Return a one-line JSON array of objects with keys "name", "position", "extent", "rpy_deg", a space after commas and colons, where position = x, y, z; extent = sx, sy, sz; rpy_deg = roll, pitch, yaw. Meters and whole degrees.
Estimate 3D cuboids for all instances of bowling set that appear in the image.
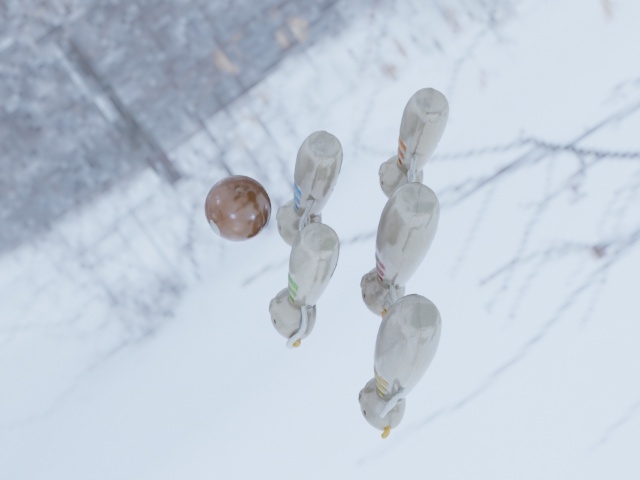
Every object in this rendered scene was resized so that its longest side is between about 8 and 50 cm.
[{"name": "bowling set", "position": [0.000, 0.000, 1.456], "extent": [0.154, 0.199, 0.287], "rpy_deg": [107, 174, -53]}]
